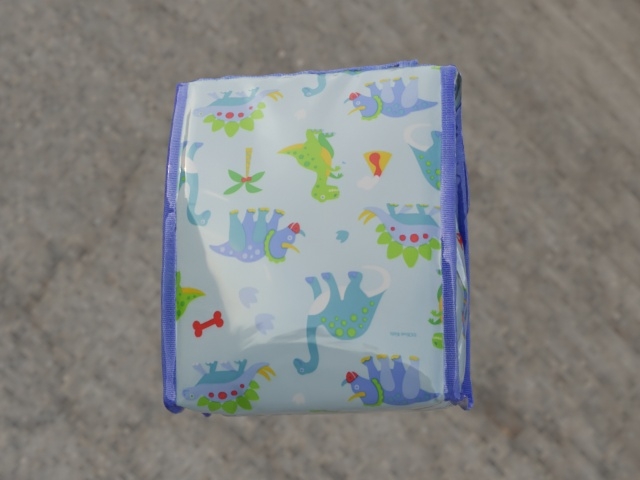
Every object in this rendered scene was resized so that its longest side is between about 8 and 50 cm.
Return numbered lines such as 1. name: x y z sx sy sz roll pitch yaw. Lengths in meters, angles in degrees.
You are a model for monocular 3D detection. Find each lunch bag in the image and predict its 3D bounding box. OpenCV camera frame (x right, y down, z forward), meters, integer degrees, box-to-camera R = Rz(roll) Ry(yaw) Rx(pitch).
1. lunch bag: 0.000 0.000 0.722 0.096 0.128 0.151 38 49 -80
